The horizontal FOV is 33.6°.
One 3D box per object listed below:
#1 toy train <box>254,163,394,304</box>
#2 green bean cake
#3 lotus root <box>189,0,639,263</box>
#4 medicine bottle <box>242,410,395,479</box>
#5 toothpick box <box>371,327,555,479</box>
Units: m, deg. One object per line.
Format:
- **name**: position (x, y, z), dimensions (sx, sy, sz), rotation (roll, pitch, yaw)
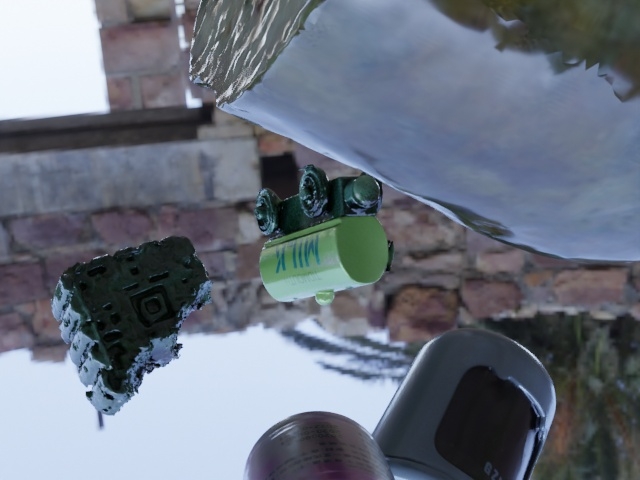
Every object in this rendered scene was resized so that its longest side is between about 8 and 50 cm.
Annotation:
- **toy train**: position (0.000, 0.000, 1.282), dimensions (0.105, 0.157, 0.253), rotation (-2, 172, -28)
- **green bean cake**: position (-0.227, 0.102, 1.386), dimensions (0.208, 0.107, 0.193), rotation (-19, -114, -29)
- **lotus root**: position (0.090, -0.075, 0.460), dimensions (0.260, 0.149, 0.267), rotation (20, -176, -19)
- **medicine bottle**: position (0.008, 0.269, 0.971), dimensions (0.152, 0.152, 0.254), rotation (-6, -167, -5)
- **toothpick box**: position (0.201, 0.287, 1.575), dimensions (0.263, 0.263, 0.354), rotation (7, -136, 30)
